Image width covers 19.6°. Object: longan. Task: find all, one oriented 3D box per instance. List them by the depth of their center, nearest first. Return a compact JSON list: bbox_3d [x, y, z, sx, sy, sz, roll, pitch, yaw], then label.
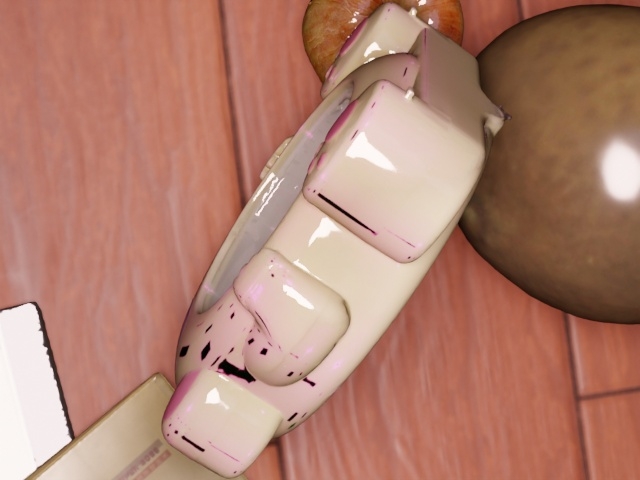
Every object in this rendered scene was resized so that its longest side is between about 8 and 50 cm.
[{"bbox_3d":[0.225,-0.057,1.414,0.258,0.258,0.258,1,84,-13],"label":"longan"}]

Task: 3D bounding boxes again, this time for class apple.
[{"bbox_3d":[0.051,-0.161,1.457,0.126,0.102,0.126,1,80,-8],"label":"apple"}]

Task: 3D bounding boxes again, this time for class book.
[{"bbox_3d":[-0.112,0.238,1.404,0.161,0.026,0.231,-40,95,-20],"label":"book"}]

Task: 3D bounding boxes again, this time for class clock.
[{"bbox_3d":[0.000,0.000,1.307,0.114,0.284,0.309,33,110,-11],"label":"clock"}]

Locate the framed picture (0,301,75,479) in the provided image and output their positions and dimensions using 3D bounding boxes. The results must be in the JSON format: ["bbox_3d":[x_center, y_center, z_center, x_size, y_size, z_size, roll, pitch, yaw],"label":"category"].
[{"bbox_3d":[-0.343,0.211,1.369,0.347,0.016,0.265,-16,88,-15],"label":"framed picture"}]
